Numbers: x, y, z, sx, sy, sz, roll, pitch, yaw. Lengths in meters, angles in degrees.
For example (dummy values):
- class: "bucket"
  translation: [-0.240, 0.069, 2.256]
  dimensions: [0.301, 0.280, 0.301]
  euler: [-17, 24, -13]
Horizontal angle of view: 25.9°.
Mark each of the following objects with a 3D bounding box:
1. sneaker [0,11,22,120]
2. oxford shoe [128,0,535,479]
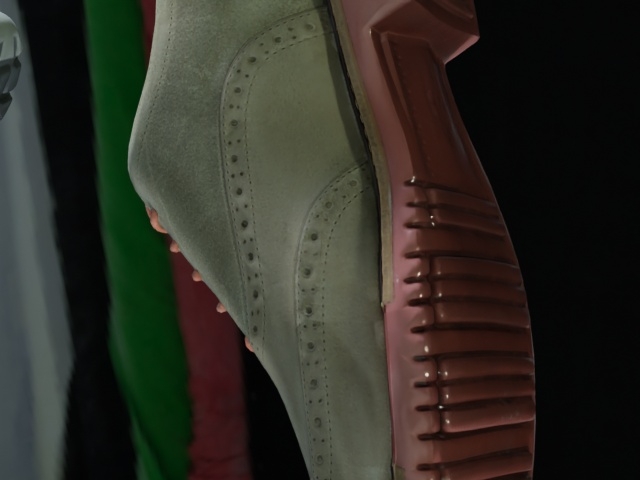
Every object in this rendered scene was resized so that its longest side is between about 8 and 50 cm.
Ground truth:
- class: "sneaker"
  translation: [-0.299, -0.056, 0.918]
  dimensions: [0.106, 0.101, 0.267]
  euler: [40, -72, 1]
- class: "oxford shoe"
  translation: [0.000, 0.000, 0.528]
  dimensions: [0.130, 0.123, 0.348]
  euler: [-12, -104, 22]
